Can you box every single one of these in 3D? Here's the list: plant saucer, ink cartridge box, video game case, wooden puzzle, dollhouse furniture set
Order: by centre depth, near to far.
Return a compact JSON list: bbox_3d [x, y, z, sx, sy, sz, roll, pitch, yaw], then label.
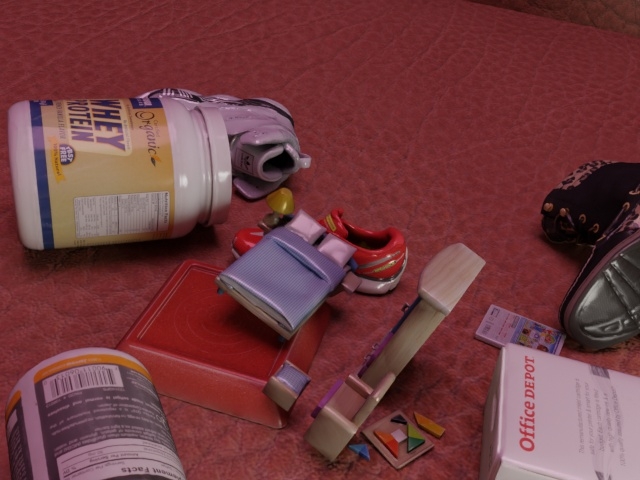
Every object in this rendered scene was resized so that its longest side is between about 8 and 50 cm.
[{"bbox_3d":[0.337,0.257,0.896,0.283,0.117,0.207,14,35,7],"label":"ink cartridge box"},{"bbox_3d":[0.098,0.246,0.951,0.078,0.014,0.116,33,41,32],"label":"wooden puzzle"},{"bbox_3d":[0.002,0.051,0.972,0.303,0.198,0.286,37,37,10],"label":"dollhouse furniture set"},{"bbox_3d":[-0.132,0.121,1.055,0.258,0.048,0.259,15,34,9],"label":"plant saucer"},{"bbox_3d":[0.304,0.145,1.149,0.122,0.011,0.087,22,35,19],"label":"video game case"}]

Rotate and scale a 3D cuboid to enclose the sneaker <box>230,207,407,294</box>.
[{"bbox_3d":[0.000,0.000,1.197,0.279,0.118,0.107,7,33,-3],"label":"sneaker"}]

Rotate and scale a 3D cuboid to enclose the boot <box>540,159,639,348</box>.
[{"bbox_3d":[0.474,-0.001,1.262,0.138,0.377,0.284,42,-7,-19],"label":"boot"}]

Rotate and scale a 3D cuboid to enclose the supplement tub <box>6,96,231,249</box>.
[{"bbox_3d":[-0.314,-0.109,1.191,0.316,0.228,0.228,-6,36,-20],"label":"supplement tub"}]

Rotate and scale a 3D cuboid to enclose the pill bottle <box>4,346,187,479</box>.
[{"bbox_3d":[-0.215,0.250,0.746,0.162,0.162,0.278,-8,38,-23],"label":"pill bottle"}]

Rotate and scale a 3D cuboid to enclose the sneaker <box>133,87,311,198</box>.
[{"bbox_3d":[-0.197,-0.181,1.401,0.366,0.137,0.210,-4,33,-23],"label":"sneaker"}]
